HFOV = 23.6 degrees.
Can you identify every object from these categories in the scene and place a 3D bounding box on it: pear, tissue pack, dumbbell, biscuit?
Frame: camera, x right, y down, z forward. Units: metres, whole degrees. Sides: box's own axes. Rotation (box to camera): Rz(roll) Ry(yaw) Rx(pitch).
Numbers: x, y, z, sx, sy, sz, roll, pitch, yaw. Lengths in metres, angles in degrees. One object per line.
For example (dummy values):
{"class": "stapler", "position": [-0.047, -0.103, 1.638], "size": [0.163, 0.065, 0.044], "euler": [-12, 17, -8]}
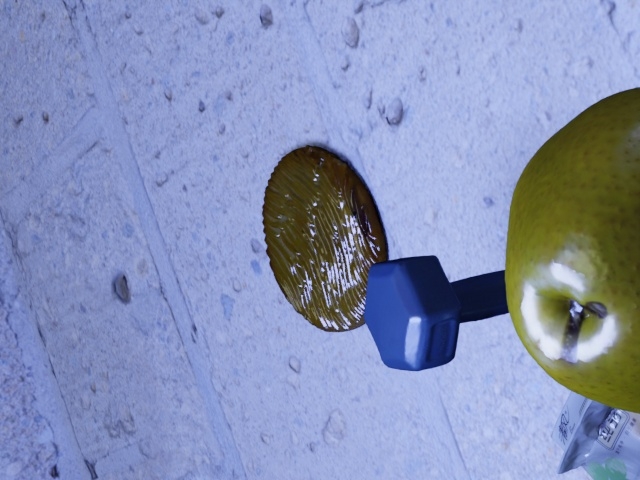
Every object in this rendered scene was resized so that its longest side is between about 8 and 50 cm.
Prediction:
{"class": "pear", "position": [0.384, 0.007, 1.689], "size": [0.362, 0.418, 0.362], "euler": [19, 119, 39]}
{"class": "tissue pack", "position": [0.396, 0.222, 1.980], "size": [0.159, 0.145, 0.229], "euler": [47, 137, 33]}
{"class": "dumbbell", "position": [0.220, 0.073, 2.011], "size": [0.160, 0.324, 0.144], "euler": [66, 149, 24]}
{"class": "biscuit", "position": [0.000, 0.000, 2.536], "size": [0.318, 0.040, 0.318], "euler": [24, 121, 49]}
